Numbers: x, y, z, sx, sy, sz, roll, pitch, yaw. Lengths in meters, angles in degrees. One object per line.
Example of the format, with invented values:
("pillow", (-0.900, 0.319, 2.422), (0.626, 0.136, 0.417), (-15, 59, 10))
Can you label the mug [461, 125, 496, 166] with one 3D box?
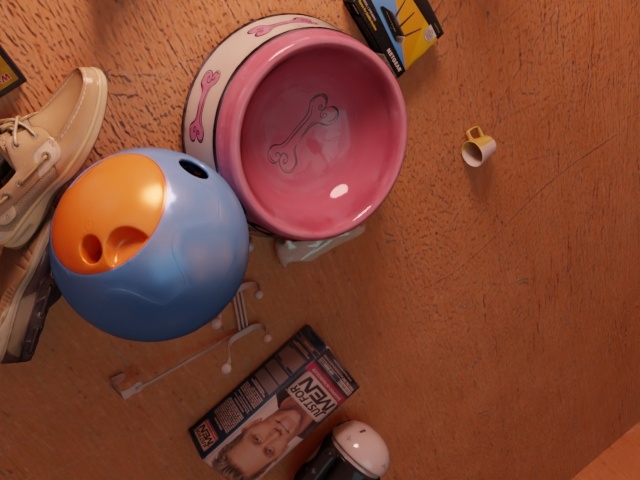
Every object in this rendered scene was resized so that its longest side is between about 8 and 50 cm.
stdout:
("mug", (0.363, -0.213, 1.362), (0.064, 0.062, 0.078), (-29, 132, -26))

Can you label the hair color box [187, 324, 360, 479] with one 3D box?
("hair color box", (-0.097, 0.370, 1.335), (0.347, 0.105, 0.174), (-41, 127, -7))

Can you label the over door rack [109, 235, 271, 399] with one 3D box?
("over door rack", (-0.251, 0.150, 1.129), (0.324, 0.108, 0.240), (-19, 121, -23))

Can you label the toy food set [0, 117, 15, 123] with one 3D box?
("toy food set", (-0.476, -0.126, 0.911), (0.077, 0.019, 0.122), (-16, 127, -25))

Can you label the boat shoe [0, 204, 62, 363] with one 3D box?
("boat shoe", (-0.463, 0.072, 0.970), (0.092, 0.102, 0.285), (15, 102, -48))

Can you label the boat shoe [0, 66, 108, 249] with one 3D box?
("boat shoe", (-0.413, -0.126, 0.868), (0.098, 0.109, 0.302), (26, 104, -48))

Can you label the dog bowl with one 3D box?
("dog bowl", (-0.023, -0.180, 1.054), (0.407, 0.150, 0.409), (-10, 111, -26))

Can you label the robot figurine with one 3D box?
("robot figurine", (0.044, 0.574, 1.485), (0.173, 0.209, 0.278), (39, 90, -2))

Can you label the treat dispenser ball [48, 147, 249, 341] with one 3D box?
("treat dispenser ball", (-0.251, 0.006, 0.906), (0.288, 0.288, 0.289), (-14, 119, -26))

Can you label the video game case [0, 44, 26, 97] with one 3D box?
("video game case", (-0.569, -0.233, 0.760), (0.274, 0.035, 0.248), (-38, 137, -13))

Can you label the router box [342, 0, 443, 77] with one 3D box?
("router box", (0.139, -0.417, 1.129), (0.133, 0.046, 0.179), (-45, 128, -5))

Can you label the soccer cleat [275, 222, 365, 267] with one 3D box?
("soccer cleat", (0.000, 0.000, 1.241), (0.196, 0.068, 0.076), (-15, 125, -17))
